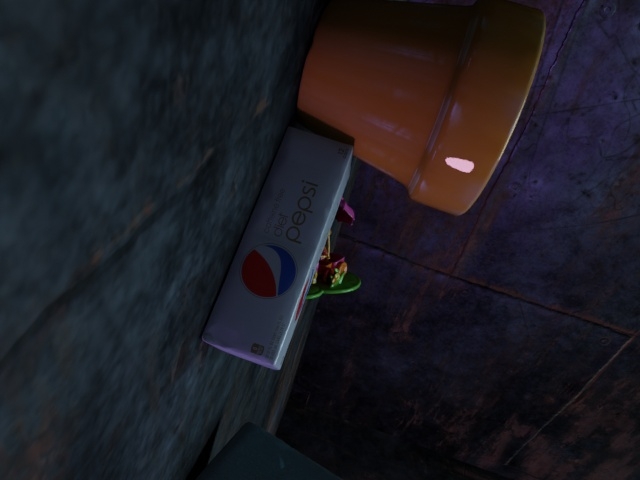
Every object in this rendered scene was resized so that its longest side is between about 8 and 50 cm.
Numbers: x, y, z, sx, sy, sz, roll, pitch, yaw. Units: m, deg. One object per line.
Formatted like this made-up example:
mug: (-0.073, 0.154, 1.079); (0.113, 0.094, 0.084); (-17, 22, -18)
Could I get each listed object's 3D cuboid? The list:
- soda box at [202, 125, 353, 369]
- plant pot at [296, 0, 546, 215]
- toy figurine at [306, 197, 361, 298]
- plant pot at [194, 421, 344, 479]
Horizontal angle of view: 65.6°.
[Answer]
soda box: (-0.035, 0.007, 0.470); (0.074, 0.069, 0.216); (93, 15, -73)
plant pot: (0.085, -0.151, 0.498); (0.205, 0.188, 0.205); (19, 90, -86)
toy figurine: (0.000, 0.000, 0.844); (0.173, 0.130, 0.159); (-18, 116, -54)
plant pot: (-0.084, 0.418, 0.559); (0.252, 0.247, 0.247); (-18, 129, -64)
